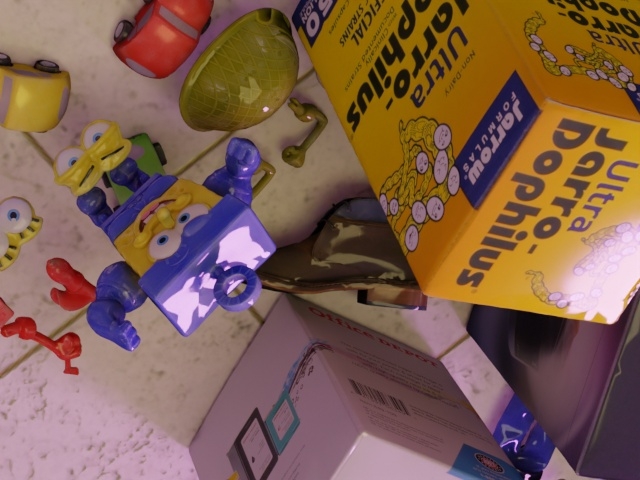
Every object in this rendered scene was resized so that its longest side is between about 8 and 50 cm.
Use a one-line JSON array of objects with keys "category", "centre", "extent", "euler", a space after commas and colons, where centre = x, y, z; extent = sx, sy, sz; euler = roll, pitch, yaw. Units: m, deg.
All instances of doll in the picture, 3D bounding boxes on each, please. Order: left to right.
[{"category": "doll", "centre": [0.200, 0.232, 1.807], "extent": [0.129, 0.046, 0.189], "euler": [19, 106, -22]}]

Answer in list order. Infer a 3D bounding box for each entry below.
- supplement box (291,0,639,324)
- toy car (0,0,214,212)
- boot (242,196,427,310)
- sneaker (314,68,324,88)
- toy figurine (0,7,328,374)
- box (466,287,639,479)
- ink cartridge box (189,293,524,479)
[{"category": "supplement box", "centre": [0.143, -0.131, 1.420], "extent": [0.195, 0.356, 0.194], "euler": [9, 128, -30]}, {"category": "toy car", "centre": [-0.174, -0.095, 1.546], "extent": [0.239, 0.053, 0.225], "euler": [-23, 117, -5]}, {"category": "boot", "centre": [0.000, 0.000, 1.644], "extent": [0.219, 0.082, 0.106], "euler": [9, 89, -17]}, {"category": "sneaker", "centre": [0.083, -0.092, 1.607], "extent": [0.228, 0.087, 0.092], "euler": [33, 118, -18]}, {"category": "toy figurine", "centre": [-0.087, -0.003, 1.464], "extent": [0.362, 0.217, 0.191], "euler": [-43, 132, -11]}, {"category": "box", "centre": [0.292, 0.025, 1.604], "extent": [0.182, 0.294, 0.296], "euler": [8, 110, -20]}, {"category": "ink cartridge box", "centre": [0.030, 0.216, 1.623], "extent": [0.198, 0.270, 0.197], "euler": [25, 105, -25]}]
